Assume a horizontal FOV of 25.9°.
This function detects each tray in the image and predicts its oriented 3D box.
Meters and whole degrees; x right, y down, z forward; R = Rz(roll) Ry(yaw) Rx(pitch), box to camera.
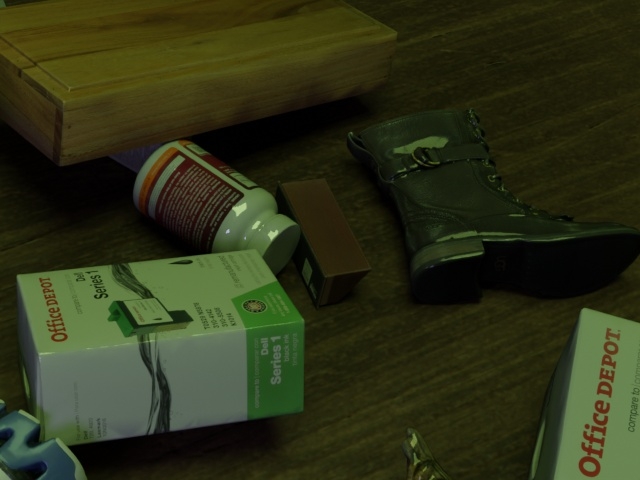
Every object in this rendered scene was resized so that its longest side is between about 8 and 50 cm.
[{"bbox_3d":[-0.140,-0.192,1.416,0.411,0.076,0.203,-17,41,-39],"label":"tray"}]

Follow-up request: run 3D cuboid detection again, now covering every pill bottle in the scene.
[{"bbox_3d":[-0.098,-0.027,1.329,0.152,0.086,0.086,34,50,21],"label":"pill bottle"}]

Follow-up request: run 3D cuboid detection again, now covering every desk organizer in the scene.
[{"bbox_3d":[0.000,0.000,1.350,0.050,0.047,0.130,-9,49,-22],"label":"desk organizer"}]

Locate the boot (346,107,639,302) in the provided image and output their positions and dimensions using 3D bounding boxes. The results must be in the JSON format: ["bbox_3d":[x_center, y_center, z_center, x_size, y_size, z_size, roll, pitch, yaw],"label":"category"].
[{"bbox_3d":[0.173,-0.053,1.403,0.263,0.091,0.229,-4,48,-11],"label":"boot"}]

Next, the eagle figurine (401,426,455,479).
[{"bbox_3d":[0.008,0.285,1.014,0.298,0.225,0.226,-44,18,-8],"label":"eagle figurine"}]

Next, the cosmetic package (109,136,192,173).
[{"bbox_3d":[-0.188,-0.108,1.408,0.115,0.060,0.041,31,47,16],"label":"cosmetic package"}]

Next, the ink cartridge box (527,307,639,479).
[{"bbox_3d":[0.328,0.201,1.167,0.289,0.121,0.211,15,45,5],"label":"ink cartridge box"}]

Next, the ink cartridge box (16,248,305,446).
[{"bbox_3d":[-0.140,0.087,1.174,0.219,0.092,0.160,-6,24,-17],"label":"ink cartridge box"}]

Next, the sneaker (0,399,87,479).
[{"bbox_3d":[-0.355,0.170,1.061,0.315,0.127,0.182,27,46,13],"label":"sneaker"}]

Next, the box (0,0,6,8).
[{"bbox_3d":[-0.396,-0.197,1.398,0.038,0.145,0.186,7,33,47],"label":"box"}]
